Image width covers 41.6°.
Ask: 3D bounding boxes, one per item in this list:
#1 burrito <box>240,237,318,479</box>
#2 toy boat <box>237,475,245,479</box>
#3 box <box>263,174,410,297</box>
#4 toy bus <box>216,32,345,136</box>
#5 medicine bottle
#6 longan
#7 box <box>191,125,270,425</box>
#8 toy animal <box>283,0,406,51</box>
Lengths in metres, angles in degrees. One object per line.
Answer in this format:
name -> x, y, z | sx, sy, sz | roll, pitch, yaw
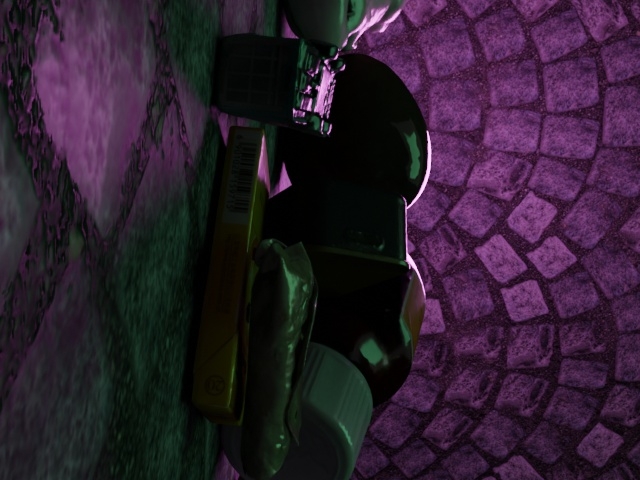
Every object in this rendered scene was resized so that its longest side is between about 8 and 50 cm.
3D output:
burrito -> -0.039, 0.104, 0.780 | 0.087, 0.061, 0.225 | -66, 162, -69
toy boat -> -0.102, 0.379, 1.230 | 0.049, 0.047, 0.149 | -62, 159, -47
box -> 0.000, 0.000, 0.965 | 0.201, 0.145, 0.090 | -28, -124, 59
toy bus -> -0.034, -0.156, 0.859 | 0.262, 0.109, 0.091 | -43, 140, -84
medicine bottle -> -0.001, 0.151, 1.137 | 0.395, 0.243, 0.242 | -53, 151, -59
longan -> 0.048, -0.168, 1.421 | 0.243, 0.300, 0.300 | -23, 128, -39
box -> -0.085, 0.040, 0.836 | 0.152, 0.044, 0.269 | 90, 7, -71
toy animal -> 0.036, -0.407, 1.297 | 0.357, 0.194, 0.257 | -55, 161, -69
